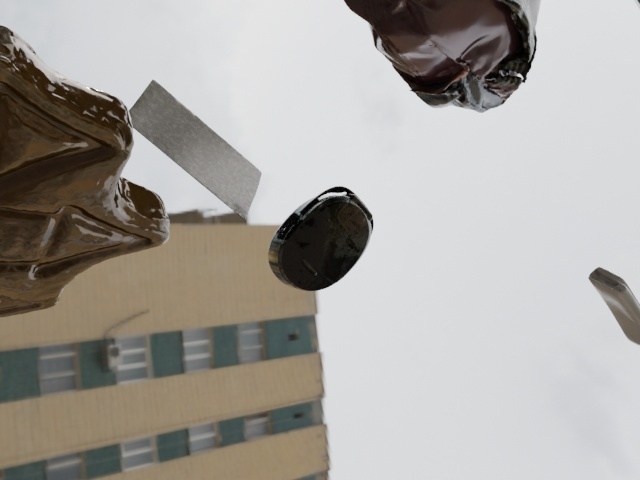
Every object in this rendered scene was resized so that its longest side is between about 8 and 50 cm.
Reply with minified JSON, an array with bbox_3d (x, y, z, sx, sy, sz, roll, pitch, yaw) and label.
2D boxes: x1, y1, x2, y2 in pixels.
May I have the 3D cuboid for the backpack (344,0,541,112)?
[{"bbox_3d":[0.150,-0.317,1.028,0.197,0.317,0.283,11,-93,33],"label":"backpack"}]

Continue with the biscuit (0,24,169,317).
[{"bbox_3d":[-0.161,-0.014,0.349,0.182,0.215,0.034,-52,-137,42],"label":"biscuit"}]

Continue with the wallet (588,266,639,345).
[{"bbox_3d":[0.367,0.084,1.050,0.025,0.122,0.061,-42,-151,-3],"label":"wallet"}]

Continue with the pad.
[{"bbox_3d":[-0.190,-0.143,1.364,0.235,0.158,0.003,40,-61,-16],"label":"pad"}]

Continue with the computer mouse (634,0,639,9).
[{"bbox_3d":[0.375,-0.279,0.891,0.128,0.079,0.230,-34,-150,27],"label":"computer mouse"}]

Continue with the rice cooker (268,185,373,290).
[{"bbox_3d":[0.000,0.000,1.279,0.112,0.165,0.106,49,-22,-17],"label":"rice cooker"}]
